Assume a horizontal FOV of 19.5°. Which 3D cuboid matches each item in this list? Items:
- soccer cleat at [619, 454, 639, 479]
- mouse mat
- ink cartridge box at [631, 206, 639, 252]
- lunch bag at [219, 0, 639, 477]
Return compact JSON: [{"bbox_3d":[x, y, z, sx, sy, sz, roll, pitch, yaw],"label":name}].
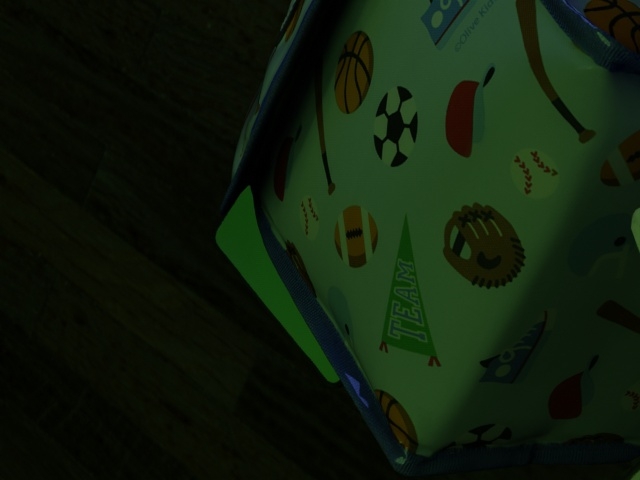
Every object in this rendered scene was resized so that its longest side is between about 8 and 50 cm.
[{"bbox_3d":[0.204,0.203,1.101,0.116,0.108,0.318,62,149,21],"label":"soccer cleat"},{"bbox_3d":[0.000,0.000,1.433,0.190,0.007,0.152,49,115,33],"label":"mouse mat"},{"bbox_3d":[0.325,0.006,0.974,0.198,0.273,0.115,-29,68,35],"label":"ink cartridge box"},{"bbox_3d":[0.094,-0.095,1.187,0.385,0.239,0.328,60,136,42],"label":"lunch bag"}]
